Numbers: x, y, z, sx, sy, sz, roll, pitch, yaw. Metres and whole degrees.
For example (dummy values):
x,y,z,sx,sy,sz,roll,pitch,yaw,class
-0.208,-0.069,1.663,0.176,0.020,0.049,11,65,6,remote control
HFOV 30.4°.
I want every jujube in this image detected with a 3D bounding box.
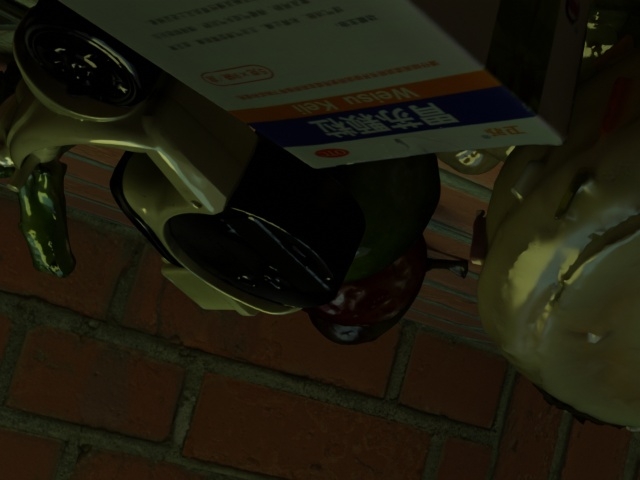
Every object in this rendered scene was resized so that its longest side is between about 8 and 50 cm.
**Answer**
x,y,z,sx,sy,sz,roll,pitch,yaw,class
0.000,0.000,1.674,0.318,0.223,0.223,27,168,-25,jujube

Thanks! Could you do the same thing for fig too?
x,y,z,sx,sy,sz,roll,pitch,yaw,class
0.052,-0.062,1.245,0.206,0.206,0.275,11,-175,29,fig
0.119,0.067,2.068,0.321,0.217,0.217,-7,-175,-30,fig

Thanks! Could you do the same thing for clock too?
x,y,z,sx,sy,sz,roll,pitch,yaw,class
-0.138,-0.063,1.012,0.276,0.120,0.379,-6,139,47,clock

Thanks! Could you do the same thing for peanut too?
x,y,z,sx,sy,sz,roll,pitch,yaw,class
0.153,-0.100,1.041,0.082,0.082,0.187,19,172,-25,peanut

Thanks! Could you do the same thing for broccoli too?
x,y,z,sx,sy,sz,roll,pitch,yaw,class
-0.373,-0.103,1.528,0.177,0.198,0.275,-6,135,9,broccoli

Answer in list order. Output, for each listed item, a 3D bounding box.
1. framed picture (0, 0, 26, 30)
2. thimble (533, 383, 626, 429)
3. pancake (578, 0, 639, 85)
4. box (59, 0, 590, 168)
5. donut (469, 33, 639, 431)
x,y,z,sx,sy,sz,roll,pitch,yaw,class
-0.465,-0.278,1.196,0.231,0.018,0.293,9,170,41,framed picture
0.313,0.056,1.204,0.271,0.271,0.150,13,174,13,thimble
0.037,-0.175,0.794,0.426,0.067,0.305,19,170,-13,pancake
-0.012,-0.152,0.656,0.200,0.106,0.299,-3,155,41,box
0.255,-0.007,0.779,0.307,0.150,0.371,6,145,-15,donut
